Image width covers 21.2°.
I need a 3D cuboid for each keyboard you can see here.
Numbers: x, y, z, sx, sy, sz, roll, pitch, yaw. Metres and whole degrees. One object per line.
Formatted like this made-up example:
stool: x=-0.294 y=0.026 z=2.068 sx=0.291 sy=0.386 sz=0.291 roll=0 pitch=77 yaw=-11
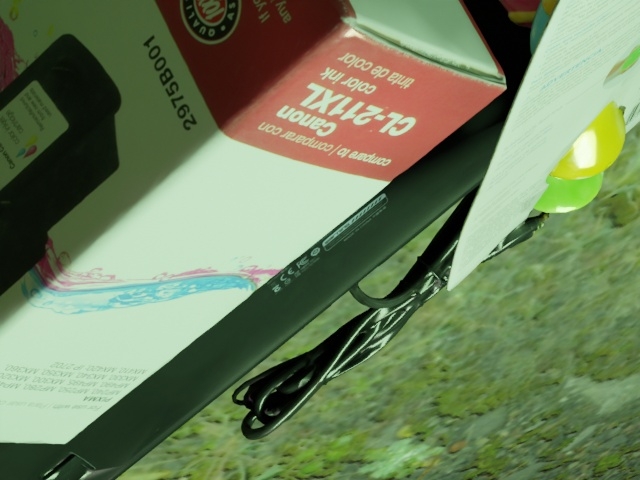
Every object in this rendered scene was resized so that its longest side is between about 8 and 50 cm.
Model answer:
keyboard: x=0.000 y=0.000 z=0.654 sx=0.317 sy=0.033 sz=0.201 roll=-38 pitch=150 yaw=-4

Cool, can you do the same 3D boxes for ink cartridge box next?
ink cartridge box: x=-0.058 y=-0.043 z=0.452 sx=0.175 sy=0.127 sz=0.072 roll=-39 pitch=153 yaw=26

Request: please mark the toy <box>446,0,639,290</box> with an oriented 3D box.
toy: x=0.093 y=-0.092 z=0.548 sx=0.137 sy=0.056 sz=0.237 roll=-39 pitch=159 yaw=-27
